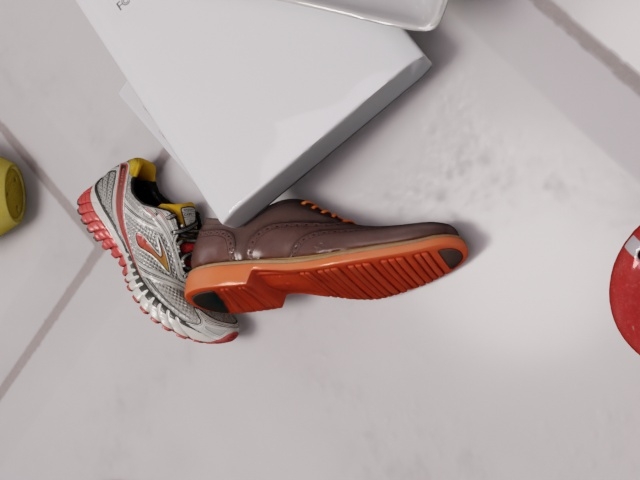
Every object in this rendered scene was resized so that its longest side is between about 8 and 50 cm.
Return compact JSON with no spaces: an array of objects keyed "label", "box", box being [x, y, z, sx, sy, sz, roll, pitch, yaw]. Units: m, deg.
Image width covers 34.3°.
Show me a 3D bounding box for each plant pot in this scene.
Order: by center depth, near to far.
[{"label":"plant pot","box":[-0.388,-0.049,1.163,0.095,0.134,0.134,-3,92,4]}]

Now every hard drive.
[{"label":"hard drive","box":[-0.088,-0.219,0.977,0.233,0.047,0.353,-39,69,12]}]

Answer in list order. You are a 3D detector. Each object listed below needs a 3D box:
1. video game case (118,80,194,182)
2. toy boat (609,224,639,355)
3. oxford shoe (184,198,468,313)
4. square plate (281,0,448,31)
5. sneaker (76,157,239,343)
[{"label":"video game case","box":[-0.121,-0.160,1.053,0.143,0.019,0.157,48,114,18]},{"label":"toy boat","box":[0.313,0.068,0.742,0.231,0.151,0.151,40,111,21]},{"label":"oxford shoe","box":[0.000,0.000,0.954,0.271,0.097,0.098,-6,64,18]},{"label":"square plate","box":[-0.004,-0.368,0.915,0.347,0.049,0.344,15,88,24]},{"label":"sneaker","box":[-0.154,0.011,1.046,0.093,0.088,0.225,-43,76,17]}]
